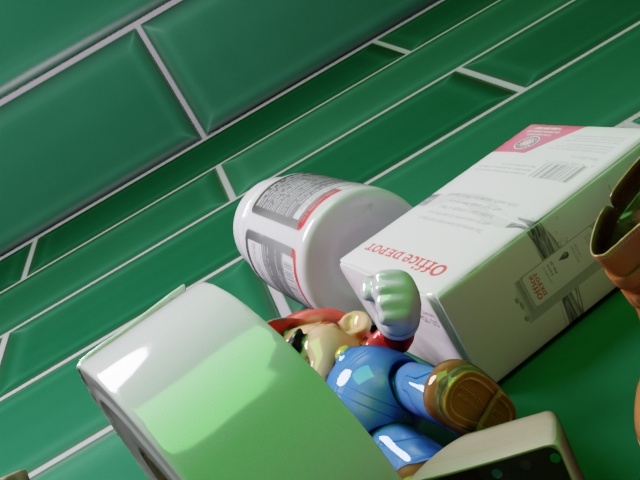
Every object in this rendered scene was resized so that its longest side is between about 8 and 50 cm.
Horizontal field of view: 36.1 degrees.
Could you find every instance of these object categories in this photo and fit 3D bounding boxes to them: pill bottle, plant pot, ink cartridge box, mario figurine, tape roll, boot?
[{"bbox_3d":[0.000,0.000,1.209,0.161,0.161,0.283,-35,20,-14],"label":"pill bottle"},{"bbox_3d":[0.136,0.178,0.675,0.109,0.109,0.096,-22,8,22],"label":"plant pot"},{"bbox_3d":[0.190,0.003,0.993,0.283,0.117,0.207,-35,20,-15],"label":"ink cartridge box"},{"bbox_3d":[0.011,0.133,0.859,0.198,0.170,0.320,-39,23,-18],"label":"mario figurine"},{"bbox_3d":[-0.040,0.168,0.664,0.100,0.286,0.286,-37,21,-18],"label":"tape roll"},{"bbox_3d":[0.239,0.046,0.698,0.073,0.152,0.197,4,67,50],"label":"boot"}]

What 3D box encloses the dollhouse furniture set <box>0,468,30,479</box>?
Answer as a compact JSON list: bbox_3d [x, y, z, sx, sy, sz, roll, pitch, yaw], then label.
[{"bbox_3d":[-0.396,0.316,0.937,0.161,0.212,0.242,-23,-6,14],"label":"dollhouse furniture set"}]
